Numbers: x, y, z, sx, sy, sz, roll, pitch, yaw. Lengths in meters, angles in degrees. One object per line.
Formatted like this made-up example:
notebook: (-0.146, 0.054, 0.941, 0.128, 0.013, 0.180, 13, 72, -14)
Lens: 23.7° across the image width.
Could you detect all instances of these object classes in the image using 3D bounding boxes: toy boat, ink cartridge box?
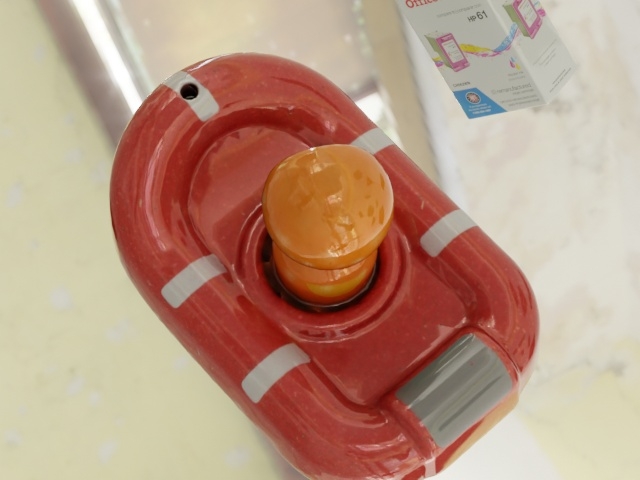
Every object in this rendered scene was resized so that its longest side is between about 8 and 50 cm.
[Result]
toy boat: (0.000, 0.000, 0.725, 0.231, 0.151, 0.151, 46, -19, 16)
ink cartridge box: (0.124, -0.159, 1.159, 0.088, 0.052, 0.122, -7, -57, 51)
